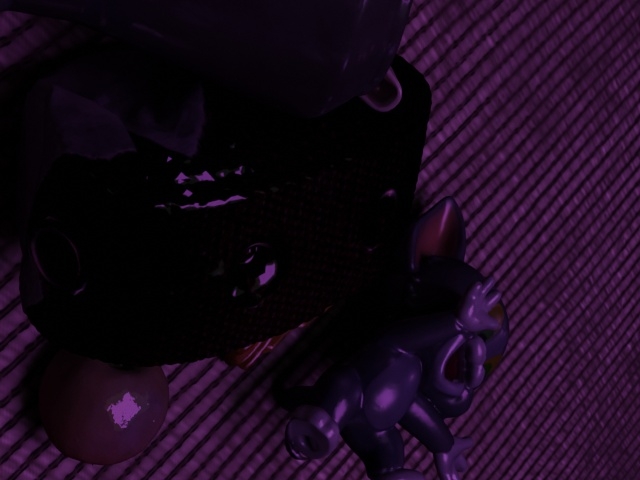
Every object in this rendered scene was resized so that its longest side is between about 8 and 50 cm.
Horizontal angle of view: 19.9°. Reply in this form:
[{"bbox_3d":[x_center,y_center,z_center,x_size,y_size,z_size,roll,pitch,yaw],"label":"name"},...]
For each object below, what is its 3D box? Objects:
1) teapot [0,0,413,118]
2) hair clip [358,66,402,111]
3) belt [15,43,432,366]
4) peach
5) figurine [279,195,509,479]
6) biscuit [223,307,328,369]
[{"bbox_3d":[-0.074,-0.171,0.933,0.171,0.225,0.203,113,-20,-44],"label":"teapot"},{"bbox_3d":[-0.016,-0.160,1.067,0.034,0.226,0.072,-42,164,16],"label":"hair clip"},{"bbox_3d":[-0.057,-0.048,1.068,0.289,0.184,0.164,-29,141,-48],"label":"belt"},{"bbox_3d":[-0.137,0.100,1.135,0.083,0.083,0.083,-35,135,-45],"label":"peach"},{"bbox_3d":[0.059,0.110,1.405,0.265,0.140,0.193,-30,123,-35],"label":"figurine"},{"bbox_3d":[0.001,0.000,1.342,0.229,0.031,0.176,-65,148,-10],"label":"biscuit"}]
